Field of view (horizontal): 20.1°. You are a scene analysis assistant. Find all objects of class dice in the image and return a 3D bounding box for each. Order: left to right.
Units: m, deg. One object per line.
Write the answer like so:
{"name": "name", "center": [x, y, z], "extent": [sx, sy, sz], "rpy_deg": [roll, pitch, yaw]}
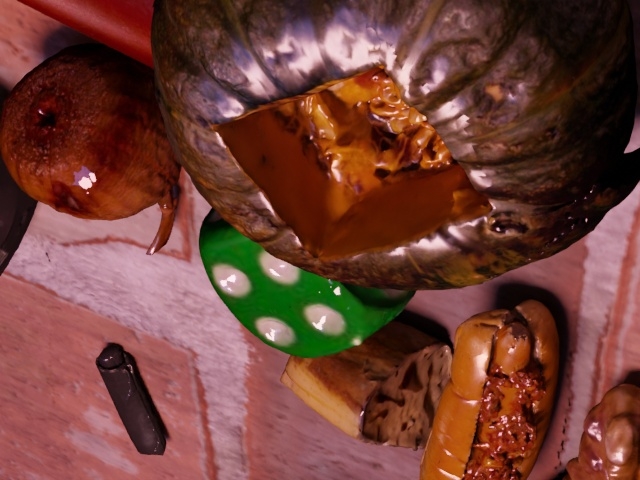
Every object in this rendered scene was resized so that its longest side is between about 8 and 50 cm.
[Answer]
{"name": "dice", "center": [0.000, 0.000, 1.320], "extent": [0.120, 0.131, 0.128], "rpy_deg": [-19, 116, 48]}

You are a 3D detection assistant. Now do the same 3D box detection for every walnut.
{"name": "walnut", "center": [0.250, 0.191, 1.359], "extent": [0.143, 0.069, 0.170], "rpy_deg": [5, 119, 15]}

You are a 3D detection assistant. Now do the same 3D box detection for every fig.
{"name": "fig", "center": [-0.147, -0.058, 1.403], "extent": [0.201, 0.134, 0.146], "rpy_deg": [41, 178, -43]}

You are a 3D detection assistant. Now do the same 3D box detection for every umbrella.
{"name": "umbrella", "center": [-0.178, 0.153, 1.713], "extent": [0.036, 0.031, 0.133], "rpy_deg": [-11, 128, 12]}

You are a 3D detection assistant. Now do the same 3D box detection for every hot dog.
{"name": "hot dog", "center": [0.136, 0.144, 1.402], "extent": [0.076, 0.102, 0.249], "rpy_deg": [59, 154, 34]}

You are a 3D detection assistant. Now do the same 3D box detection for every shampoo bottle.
{"name": "shampoo bottle", "center": [-0.151, -0.187, 1.289], "extent": [0.260, 0.064, 0.102], "rpy_deg": [28, 140, 11]}

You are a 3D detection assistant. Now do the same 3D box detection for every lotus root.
{"name": "lotus root", "center": [0.040, 0.105, 1.450], "extent": [0.135, 0.095, 0.159], "rpy_deg": [26, -177, 21]}

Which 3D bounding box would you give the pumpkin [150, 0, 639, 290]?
{"name": "pumpkin", "center": [0.042, -0.104, 1.113], "extent": [0.320, 0.192, 0.320], "rpy_deg": [14, 139, 13]}

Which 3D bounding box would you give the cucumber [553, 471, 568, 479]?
{"name": "cucumber", "center": [0.181, 0.247, 1.506], "extent": [0.067, 0.067, 0.245], "rpy_deg": [37, 145, -2]}

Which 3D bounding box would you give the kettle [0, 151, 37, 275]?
{"name": "kettle", "center": [-0.403, -0.057, 1.541], "extent": [0.290, 0.207, 0.268], "rpy_deg": [33, 171, 13]}
